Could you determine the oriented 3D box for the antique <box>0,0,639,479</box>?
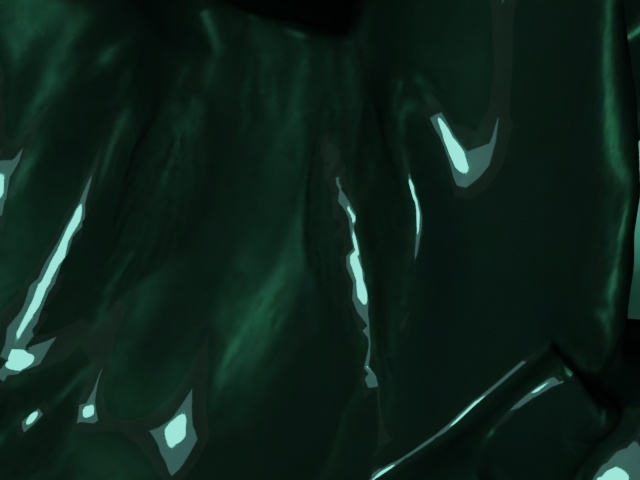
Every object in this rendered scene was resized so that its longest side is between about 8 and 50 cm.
[{"bbox_3d":[0.000,0.000,0.523,0.322,0.185,0.255,12,105,-7],"label":"antique"}]
